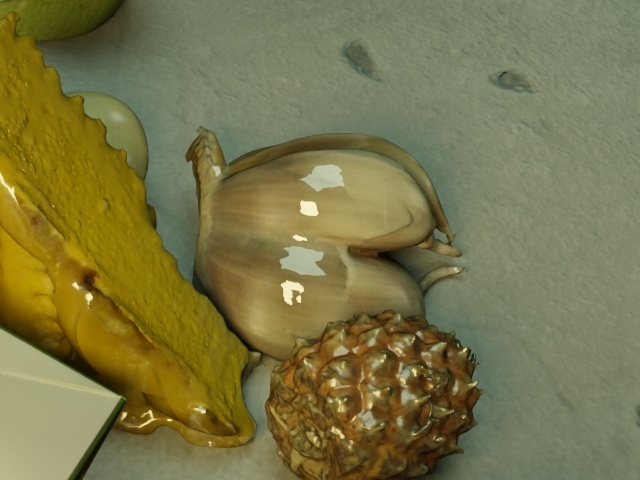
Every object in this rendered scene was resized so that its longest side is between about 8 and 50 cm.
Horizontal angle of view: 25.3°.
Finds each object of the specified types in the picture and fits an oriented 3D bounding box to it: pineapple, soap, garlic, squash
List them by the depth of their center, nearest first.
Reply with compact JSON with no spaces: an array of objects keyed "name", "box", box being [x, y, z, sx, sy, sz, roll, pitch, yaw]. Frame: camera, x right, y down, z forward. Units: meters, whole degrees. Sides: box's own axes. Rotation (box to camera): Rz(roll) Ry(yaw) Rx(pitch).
[{"name":"soap","box":[-0.175,-0.008,1.131,0.304,0.338,0.169,13,44,3]},{"name":"pineapple","box":[0.057,0.127,1.175,0.193,0.166,0.166,-25,54,-37]},{"name":"garlic","box":[0.000,0.000,1.336,0.292,0.210,0.237,12,7,2]},{"name":"squash","box":[-0.272,-0.321,1.587,0.204,0.155,0.237,25,45,11]}]

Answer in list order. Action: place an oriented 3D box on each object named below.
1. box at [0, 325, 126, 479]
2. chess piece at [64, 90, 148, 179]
[{"name":"box","box":[-0.267,0.163,0.992,0.177,0.148,0.195,30,26,-2]},{"name":"chess piece","box":[-0.308,-0.073,1.326,0.300,0.167,0.167,-6,45,-28]}]
